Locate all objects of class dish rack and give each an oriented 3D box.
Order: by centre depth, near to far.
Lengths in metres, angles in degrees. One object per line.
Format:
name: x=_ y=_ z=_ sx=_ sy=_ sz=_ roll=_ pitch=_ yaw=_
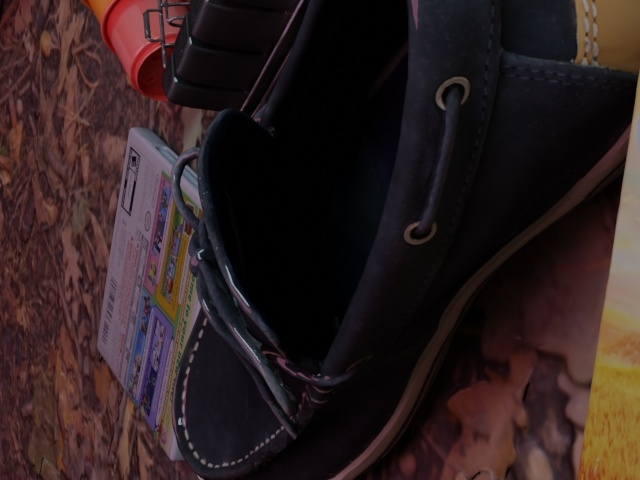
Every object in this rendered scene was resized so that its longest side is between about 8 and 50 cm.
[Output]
dish rack: x=-0.067 y=-0.234 z=0.821 sx=0.208 sy=0.074 sz=0.272 roll=131 pitch=135 yaw=-63

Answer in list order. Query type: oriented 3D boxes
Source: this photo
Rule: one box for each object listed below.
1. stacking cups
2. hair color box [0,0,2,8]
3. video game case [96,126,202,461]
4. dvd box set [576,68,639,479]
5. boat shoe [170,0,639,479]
stacking cups: x=-0.164 y=-0.238 z=1.062 sx=0.316 sy=0.096 sz=0.096 roll=59 pitch=139 yaw=35
hair color box: x=-0.414 y=-0.455 z=1.463 sx=0.185 sy=0.113 sz=0.375 roll=51 pitch=134 yaw=48
video game case: x=-0.129 y=0.039 z=1.052 sx=0.193 sy=0.023 sz=0.212 roll=42 pitch=125 yaw=53
dvd box set: x=0.208 y=0.055 z=0.406 sx=0.307 sy=0.062 sz=0.421 roll=27 pitch=114 yaw=57
boat shoe: x=0.000 y=0.000 z=0.688 sx=0.500 sy=0.156 sz=0.187 roll=-53 pitch=48 yaw=49
